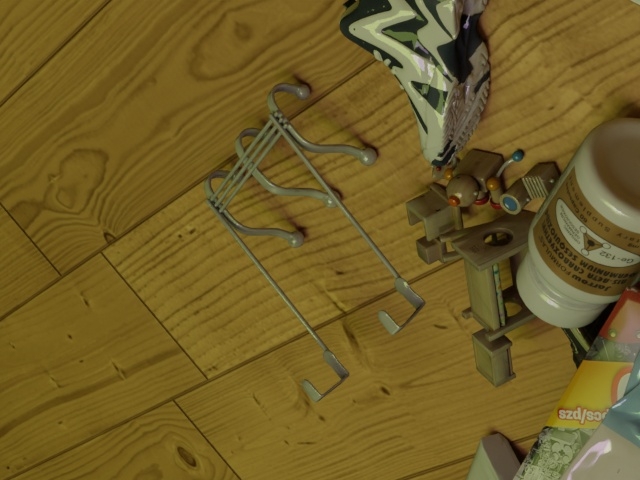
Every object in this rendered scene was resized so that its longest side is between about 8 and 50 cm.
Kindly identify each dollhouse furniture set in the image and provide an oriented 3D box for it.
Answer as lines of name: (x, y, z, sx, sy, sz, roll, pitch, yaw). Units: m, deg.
dollhouse furniture set: (0.189, 0.039, 1.997, 0.161, 0.101, 0.182, 45, 154, 47)

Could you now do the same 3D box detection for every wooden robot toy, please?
wooden robot toy: (0.173, -0.054, 1.901, 0.173, 0.079, 0.076, 14, 134, 37)

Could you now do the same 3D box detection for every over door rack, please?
over door rack: (0.000, 0.000, 2.080, 0.324, 0.108, 0.239, 61, 147, 14)

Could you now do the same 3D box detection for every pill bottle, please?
pill bottle: (0.287, -0.010, 1.786, 0.131, 0.131, 0.229, 39, 144, 10)

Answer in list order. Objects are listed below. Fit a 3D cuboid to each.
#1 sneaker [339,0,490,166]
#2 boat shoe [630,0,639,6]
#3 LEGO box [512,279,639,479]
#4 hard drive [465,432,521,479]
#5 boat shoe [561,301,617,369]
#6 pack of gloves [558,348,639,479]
sneaker: (0.090, -0.199, 1.830, 0.153, 0.094, 0.235, 24, 139, 29)
boat shoe: (0.374, -0.219, 1.520, 0.277, 0.098, 0.096, 30, 143, 23)
LEGO box: (0.454, 0.307, 1.748, 0.500, 0.193, 0.372, 33, 112, 17)
hard drive: (0.230, 0.419, 2.260, 0.307, 0.040, 0.203, 102, 150, -49)
boat shoe: (0.315, 0.127, 1.937, 0.223, 0.080, 0.073, 47, 140, -10)
pack of gloves: (0.358, 0.200, 1.651, 0.195, 0.046, 0.232, 33, 101, 17)
